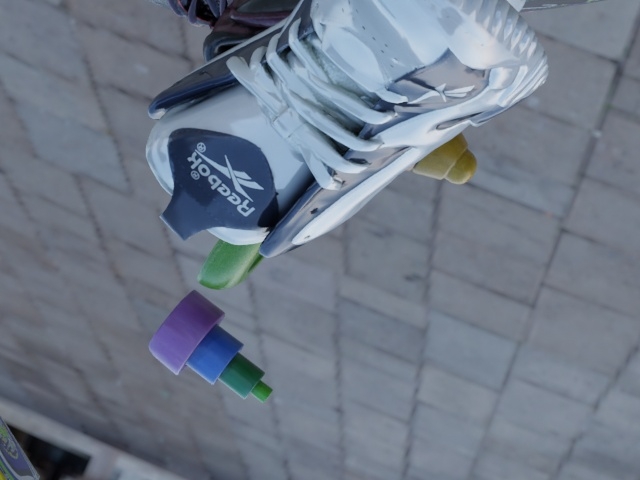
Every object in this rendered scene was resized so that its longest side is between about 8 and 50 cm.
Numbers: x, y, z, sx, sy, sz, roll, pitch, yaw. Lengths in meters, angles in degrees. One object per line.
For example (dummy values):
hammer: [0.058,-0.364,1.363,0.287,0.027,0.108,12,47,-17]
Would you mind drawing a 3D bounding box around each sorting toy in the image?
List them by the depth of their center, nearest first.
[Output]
sorting toy: [0.000,0.000,1.204,0.126,0.127,0.365,38,122,3]

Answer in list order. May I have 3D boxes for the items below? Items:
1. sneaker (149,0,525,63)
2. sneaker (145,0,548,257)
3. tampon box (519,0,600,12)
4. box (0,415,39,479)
sneaker: [-0.045,-0.138,0.825,0.281,0.162,0.106,10,128,30]
sneaker: [-0.003,-0.051,0.617,0.094,0.153,0.235,51,180,-4]
tampon box: [0.143,-0.206,1.027,0.120,0.101,0.161,-4,-174,37]
box: [-0.177,0.043,0.597,0.169,0.059,0.054,60,179,-10]
